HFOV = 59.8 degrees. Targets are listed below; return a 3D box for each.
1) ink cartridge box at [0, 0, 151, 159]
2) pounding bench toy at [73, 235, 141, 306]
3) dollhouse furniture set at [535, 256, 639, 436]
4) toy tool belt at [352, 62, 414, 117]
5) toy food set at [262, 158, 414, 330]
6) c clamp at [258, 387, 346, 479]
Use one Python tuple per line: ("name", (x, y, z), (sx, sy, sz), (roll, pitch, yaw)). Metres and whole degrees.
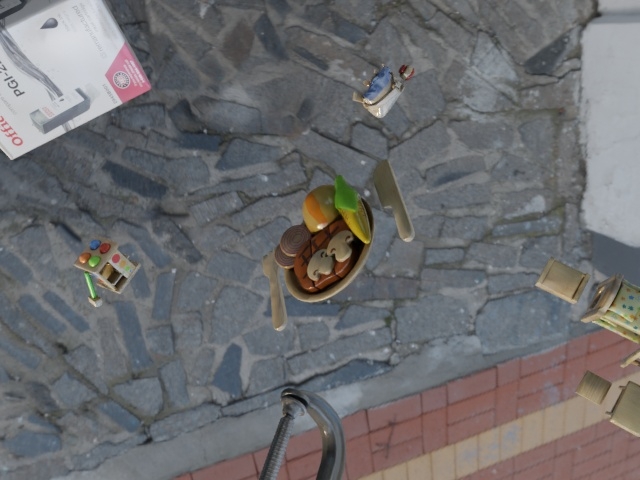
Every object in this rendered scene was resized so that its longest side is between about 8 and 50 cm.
("ink cartridge box", (-0.362, -0.231, 0.730), (0.218, 0.092, 0.158), (-28, 140, -6))
("pounding bench toy", (-0.313, 0.045, 0.789), (0.083, 0.052, 0.065), (-60, 145, -23))
("dollhouse furniture set", (0.344, 0.125, 0.694), (0.182, 0.101, 0.160), (27, 85, 18))
("toy tool belt", (0.084, -0.211, 0.747), (0.051, 0.052, 0.083), (34, 95, -18))
("toy food set", (0.000, 0.000, 0.573), (0.192, 0.132, 0.039), (-38, 130, 23))
("c clamp", (-0.023, 0.165, 0.373), (0.022, 0.160, 0.137), (-13, 121, 31))
